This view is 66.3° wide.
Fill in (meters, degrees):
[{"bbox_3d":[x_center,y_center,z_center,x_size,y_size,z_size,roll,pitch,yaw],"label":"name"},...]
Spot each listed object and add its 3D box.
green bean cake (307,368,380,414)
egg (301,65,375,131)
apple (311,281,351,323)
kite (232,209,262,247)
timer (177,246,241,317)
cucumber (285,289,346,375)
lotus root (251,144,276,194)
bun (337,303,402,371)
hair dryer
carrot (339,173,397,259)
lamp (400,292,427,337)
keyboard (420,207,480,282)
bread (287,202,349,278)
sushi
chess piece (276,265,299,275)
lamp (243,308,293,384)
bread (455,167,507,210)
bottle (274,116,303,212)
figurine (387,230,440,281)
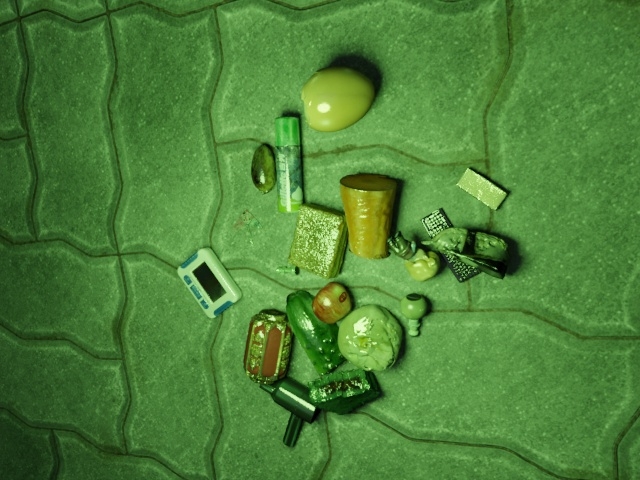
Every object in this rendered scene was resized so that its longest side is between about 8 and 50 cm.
[{"bbox_3d":[0.084,0.531,1.763,0.208,0.193,0.107,-33,43,24],"label":"green bean cake"},{"bbox_3d":[0.055,-0.456,1.578,0.244,0.201,0.201,-9,97,13],"label":"egg"},{"bbox_3d":[0.042,0.226,1.749,0.131,0.146,0.146,46,113,2],"label":"apple"},{"bbox_3d":[-0.283,-0.046,1.898,0.137,0.005,0.152,0,100,24],"label":"kite"},{"bbox_3d":[-0.441,0.167,1.965,0.178,0.078,0.253,-36,87,22],"label":"timer"},{"bbox_3d":[-0.022,0.331,1.817,0.145,0.105,0.325,-31,85,25],"label":"cucumber"},{"bbox_3d":[-0.209,-0.257,1.786,0.089,0.080,0.179,-1,99,22],"label":"lotus root"},{"bbox_3d":[0.170,0.349,1.717,0.239,0.141,0.239,3,99,19],"label":"bun"},{"bbox_3d":[-0.138,0.679,1.936,0.244,0.116,0.302,25,116,19],"label":"hair dryer"},{"bbox_3d":[0.155,-0.080,1.636,0.196,0.196,0.254,9,113,20],"label":"carrot"},{"bbox_3d":[0.319,0.262,1.678,0.091,0.091,0.163,5,116,21],"label":"lamp"},{"bbox_3d":[0.426,0.019,1.619,0.087,0.017,0.250,-32,88,23],"label":"keyboard"},{"bbox_3d":[0.000,0.000,1.740,0.184,0.110,0.234,19,105,21],"label":"bread"},{"bbox_3d":[0.465,0.014,1.549,0.273,0.134,0.109,24,83,27],"label":"sushi"},{"bbox_3d":[-0.127,0.112,1.851,0.093,0.042,0.042,-2,100,30],"label":"chess piece"},{"bbox_3d":[-0.197,0.399,1.851,0.177,0.177,0.274,11,94,20],"label":"lamp"},{"bbox_3d":[0.508,-0.162,1.544,0.154,0.028,0.068,35,111,13],"label":"bread"},{"bbox_3d":[-0.112,-0.267,1.739,0.093,0.093,0.330,2,101,22],"label":"bottle"},{"bbox_3d":[0.301,0.050,1.605,0.196,0.108,0.114,42,121,-12],"label":"figurine"}]
